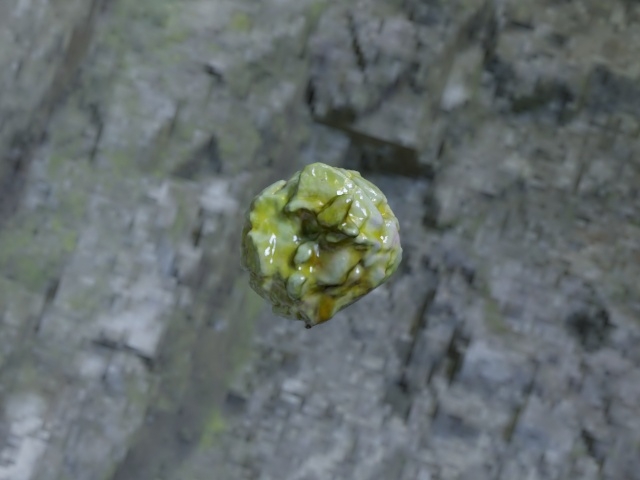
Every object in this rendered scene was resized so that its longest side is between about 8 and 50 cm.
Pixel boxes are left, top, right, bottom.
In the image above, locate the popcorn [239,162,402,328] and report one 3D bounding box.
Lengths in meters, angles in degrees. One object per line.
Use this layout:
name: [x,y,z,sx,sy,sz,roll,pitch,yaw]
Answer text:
popcorn: [-0.001,-0.001,1.907,0.185,0.167,0.187,-32,-178,30]
